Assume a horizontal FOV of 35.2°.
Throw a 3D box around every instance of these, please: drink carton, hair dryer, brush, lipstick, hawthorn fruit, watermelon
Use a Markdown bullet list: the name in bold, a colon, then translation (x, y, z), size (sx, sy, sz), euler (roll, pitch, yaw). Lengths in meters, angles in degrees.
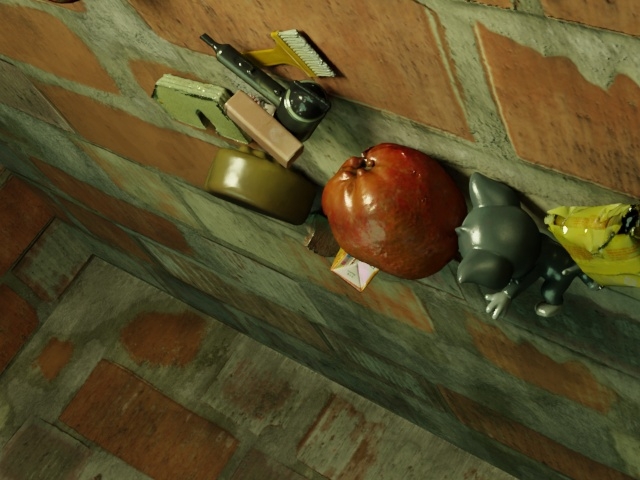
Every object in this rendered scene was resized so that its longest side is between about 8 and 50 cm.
- **drink carton**: translation (0.089, 0.002, 1.850), size (0.071, 0.096, 0.223), euler (37, -158, -4)
- **hair dryer**: translation (-0.099, -0.269, 1.669), size (0.248, 0.078, 0.195), euler (36, 167, -3)
- **brush**: translation (-0.079, -0.303, 1.673), size (0.103, 0.013, 0.272), euler (44, 162, -28)
- **lipstick**: translation (-0.094, -0.187, 1.694), size (0.145, 0.045, 0.045), euler (42, 165, 7)
- **hawthorn fruit**: translation (0.150, -0.029, 1.660), size (0.299, 0.211, 0.211), euler (38, 163, -12)
- **watermelon**: translation (0.009, -0.006, 2.246), size (0.155, 0.080, 0.101), euler (27, 179, -34)

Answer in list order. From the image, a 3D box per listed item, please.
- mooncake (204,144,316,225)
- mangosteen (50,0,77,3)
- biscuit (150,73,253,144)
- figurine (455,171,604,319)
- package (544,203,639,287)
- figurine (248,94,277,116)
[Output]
- **mooncake**: translation (-0.120, -0.114, 2.066), size (0.234, 0.117, 0.235), euler (18, 175, 2)
- **mangosteen**: translation (-0.393, -0.464, 1.645), size (0.181, 0.156, 0.146), euler (0, 125, 13)
- **biscuit**: translation (-0.246, -0.270, 2.025), size (0.250, 0.046, 0.147), euler (20, 160, 39)
- **figurine**: translation (0.324, 0.036, 1.581), size (0.265, 0.193, 0.140), euler (21, 161, 2)
- **package**: translation (0.426, 0.008, 1.436), size (0.168, 0.090, 0.226), euler (44, 164, -17)
- **figurine**: translation (-0.085, -0.221, 1.843), size (0.129, 0.054, 0.072), euler (23, 156, 29)
